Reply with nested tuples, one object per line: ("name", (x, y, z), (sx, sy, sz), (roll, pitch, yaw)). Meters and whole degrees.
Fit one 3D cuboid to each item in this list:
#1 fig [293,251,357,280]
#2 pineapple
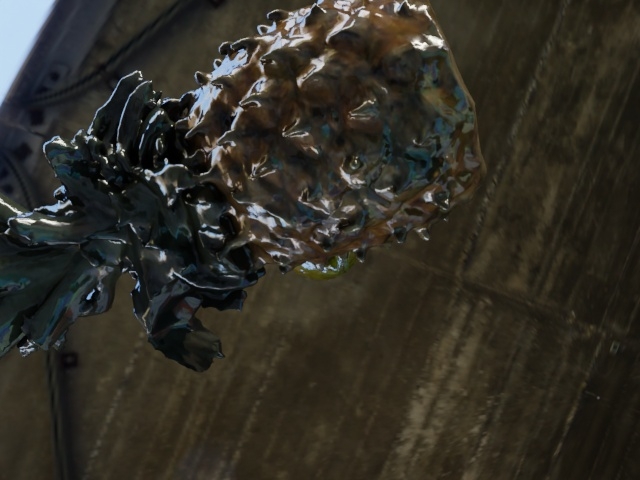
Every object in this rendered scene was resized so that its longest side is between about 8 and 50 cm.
("fig", (0.000, 0.000, 0.856), (0.082, 0.084, 0.098), (-14, -127, -18))
("pineapple", (-0.064, -0.020, 0.594), (0.310, 0.141, 0.170), (-23, -90, 7))
